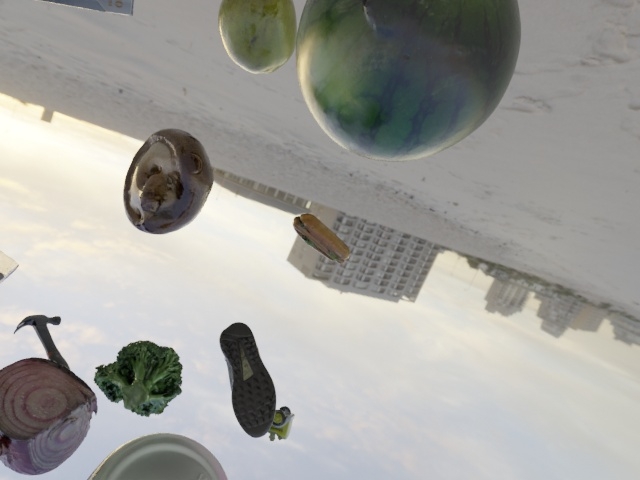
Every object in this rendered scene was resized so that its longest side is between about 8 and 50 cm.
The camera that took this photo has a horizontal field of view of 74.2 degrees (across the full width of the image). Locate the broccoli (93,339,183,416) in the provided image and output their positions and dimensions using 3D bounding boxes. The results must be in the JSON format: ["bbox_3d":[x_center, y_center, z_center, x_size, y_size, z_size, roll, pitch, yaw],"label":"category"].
[{"bbox_3d":[-0.587,0.463,1.396,0.261,0.269,0.241,-17,-175,-15],"label":"broccoli"}]

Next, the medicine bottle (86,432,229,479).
[{"bbox_3d":[-0.303,0.491,0.708,0.252,0.241,0.252,29,-148,-20],"label":"medicine bottle"}]

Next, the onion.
[{"bbox_3d":[-0.720,0.443,1.053,0.272,0.230,0.256,-7,-131,-45],"label":"onion"}]

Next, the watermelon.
[{"bbox_3d":[0.127,-0.290,0.670,0.363,0.363,0.363,23,-172,-4],"label":"watermelon"}]

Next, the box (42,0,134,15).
[{"bbox_3d":[-0.376,-0.401,0.562,0.233,0.149,0.067,-4,173,-27],"label":"box"}]

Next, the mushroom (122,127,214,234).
[{"bbox_3d":[-0.316,-0.123,0.900,0.138,0.231,0.194,27,-151,-44],"label":"mushroom"}]

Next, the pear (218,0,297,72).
[{"bbox_3d":[-0.193,-0.685,1.338,0.253,0.253,0.307,23,152,-4],"label":"pear"}]

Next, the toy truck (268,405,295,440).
[{"bbox_3d":[-0.121,0.423,0.985,0.111,0.077,0.076,8,169,12],"label":"toy truck"}]

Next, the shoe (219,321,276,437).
[{"bbox_3d":[-0.125,0.242,0.736,0.074,0.077,0.194,-15,-119,-16],"label":"shoe"}]

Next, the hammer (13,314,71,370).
[{"bbox_3d":[-0.822,0.326,1.280,0.290,0.037,0.137,41,-165,32],"label":"hammer"}]

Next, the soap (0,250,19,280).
[{"bbox_3d":[-0.725,0.103,0.858,0.081,0.181,0.259,48,161,-24],"label":"soap"}]

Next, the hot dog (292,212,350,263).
[{"bbox_3d":[0.000,0.000,1.421,0.100,0.068,0.249,-18,132,43],"label":"hot dog"}]
